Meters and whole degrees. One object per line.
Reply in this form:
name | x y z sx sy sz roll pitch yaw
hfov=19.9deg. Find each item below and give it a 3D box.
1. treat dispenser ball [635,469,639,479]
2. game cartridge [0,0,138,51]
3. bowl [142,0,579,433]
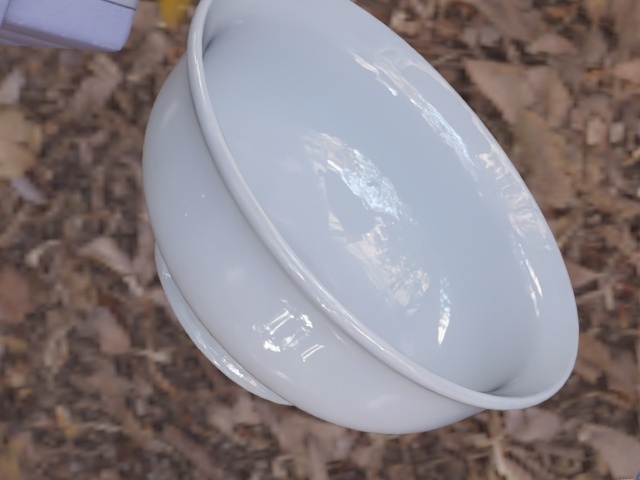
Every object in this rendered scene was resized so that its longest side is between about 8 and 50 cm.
treat dispenser ball | 0.334 0.215 1.162 0.288 0.288 0.288 2 93 38
game cartridge | -0.267 -0.130 0.665 0.230 0.355 0.068 18 94 53
bowl | 0.000 0.000 1.040 0.134 0.298 0.298 -39 69 28
